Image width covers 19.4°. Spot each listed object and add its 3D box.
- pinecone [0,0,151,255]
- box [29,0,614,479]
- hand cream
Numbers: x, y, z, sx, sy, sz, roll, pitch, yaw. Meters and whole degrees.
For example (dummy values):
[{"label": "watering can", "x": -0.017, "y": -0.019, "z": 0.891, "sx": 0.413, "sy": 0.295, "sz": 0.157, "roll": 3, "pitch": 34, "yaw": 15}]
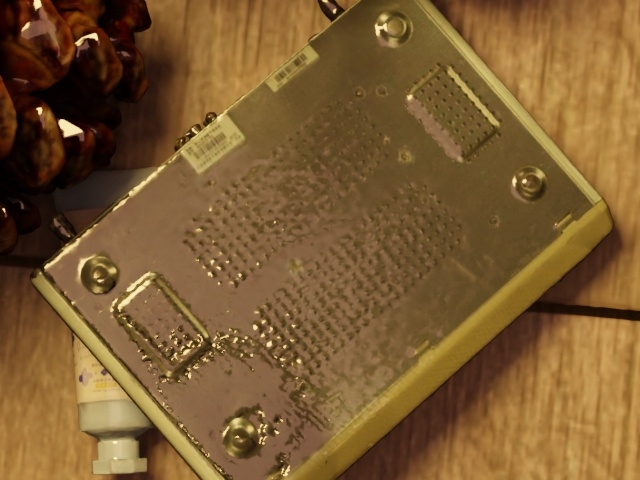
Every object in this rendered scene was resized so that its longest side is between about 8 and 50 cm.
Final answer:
[{"label": "pinecone", "x": -0.209, "y": -0.087, "z": 0.950, "sx": 0.272, "sy": 0.224, "sz": 0.224, "roll": -20, "pitch": 88, "yaw": -36}, {"label": "box", "x": 0.000, "y": 0.000, "z": 1.018, "sx": 0.270, "sy": 0.045, "sz": 0.211, "roll": -39, "pitch": 89, "yaw": -10}, {"label": "hand cream", "x": -0.116, "y": 0.045, "z": 1.042, "sx": 0.065, "sy": 0.043, "sz": 0.170, "roll": -3, "pitch": 87, "yaw": -3}]
